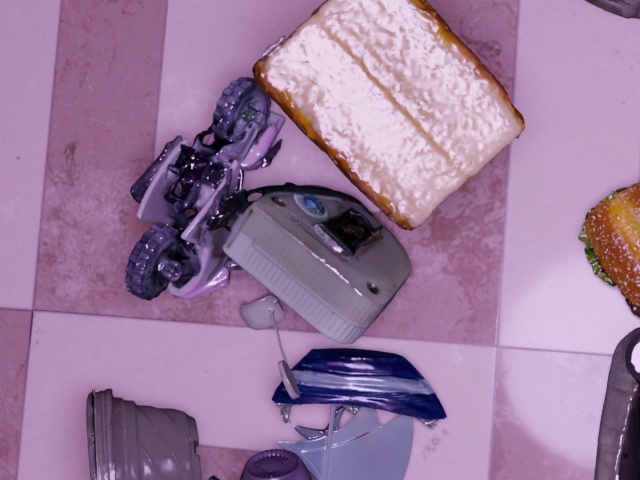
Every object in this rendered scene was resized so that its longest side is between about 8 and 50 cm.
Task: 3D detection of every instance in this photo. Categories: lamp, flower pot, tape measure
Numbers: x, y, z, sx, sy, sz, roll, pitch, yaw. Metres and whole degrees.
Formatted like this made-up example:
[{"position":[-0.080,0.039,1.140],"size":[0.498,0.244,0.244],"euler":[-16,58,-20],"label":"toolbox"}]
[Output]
[{"position":[-0.064,0.141,1.483],"size":[0.056,0.198,0.050],"euler":[-24,120,3],"label":"lamp"},{"position":[-0.227,0.302,1.499],"size":[0.141,0.235,0.235],"euler":[-3,84,-8],"label":"flower pot"},{"position":[0.000,0.000,1.455],"size":[0.235,0.207,0.115],"euler":[39,121,5],"label":"tape measure"}]

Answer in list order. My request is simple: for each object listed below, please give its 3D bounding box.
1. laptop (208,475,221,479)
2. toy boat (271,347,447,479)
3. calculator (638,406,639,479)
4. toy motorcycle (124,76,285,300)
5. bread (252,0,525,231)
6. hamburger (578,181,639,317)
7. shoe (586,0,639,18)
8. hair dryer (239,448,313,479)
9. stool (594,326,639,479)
[{"position":[-0.148,0.427,1.554],"size":[0.129,0.016,0.180],"euler":[36,95,15],"label":"laptop"},{"position":[0.021,0.267,1.491],"size":[0.210,0.070,0.291],"euler":[29,99,2],"label":"toy boat"},{"position":[0.456,0.282,1.163],"size":[0.274,0.058,0.248],"euler":[4,86,16],"label":"calculator"},{"position":[-0.146,-0.053,1.533],"size":[0.143,0.188,0.327],"euler":[23,76,25],"label":"toy motorcycle"},{"position":[0.075,-0.178,1.389],"size":[0.279,0.279,0.207],"euler":[44,93,-5],"label":"bread"},{"position":[0.396,0.010,1.406],"size":[0.137,0.087,0.165],"euler":[-31,70,18],"label":"hamburger"},{"position":[0.433,-0.378,1.428],"size":[0.342,0.132,0.210],"euler":[29,88,11],"label":"shoe"},{"position":[0.073,0.399,1.442],"size":[0.361,0.121,0.301],"euler":[-5,110,0],"label":"hair dryer"},{"position":[0.469,0.259,1.305],"size":[0.311,0.226,0.310],"euler":[6,88,16],"label":"stool"}]
